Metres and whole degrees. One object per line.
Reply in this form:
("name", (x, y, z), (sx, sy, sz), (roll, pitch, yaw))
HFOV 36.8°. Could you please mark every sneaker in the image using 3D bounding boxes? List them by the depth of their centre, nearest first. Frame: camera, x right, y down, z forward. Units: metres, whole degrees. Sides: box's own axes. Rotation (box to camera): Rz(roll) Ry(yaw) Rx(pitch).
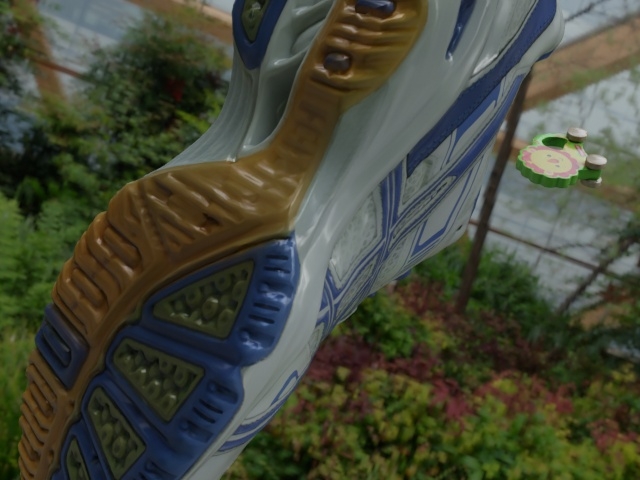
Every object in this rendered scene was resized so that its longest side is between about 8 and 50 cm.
("sneaker", (0.000, 0.000, 0.374), (0.112, 0.296, 0.131), (41, 10, 39))

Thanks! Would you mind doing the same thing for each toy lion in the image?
("toy lion", (0.265, -0.091, 1.087), (0.096, 0.034, 0.100), (0, 36, -8))
